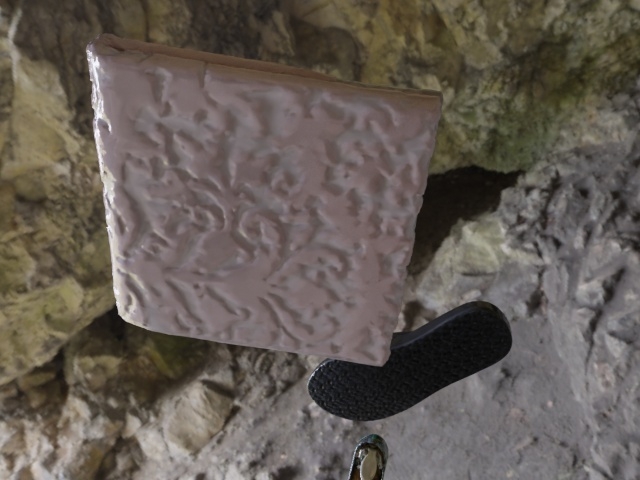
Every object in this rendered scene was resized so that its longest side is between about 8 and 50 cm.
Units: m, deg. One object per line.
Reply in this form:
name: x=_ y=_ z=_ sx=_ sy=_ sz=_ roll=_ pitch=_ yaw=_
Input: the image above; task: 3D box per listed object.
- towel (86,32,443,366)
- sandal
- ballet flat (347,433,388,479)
towel: x=-0.062 y=-0.021 z=0.633 sx=0.316 sy=0.332 sz=0.053 roll=9 pitch=36 yaw=2
sandal: x=0.184 y=0.253 z=1.318 sx=0.445 sy=0.168 sz=0.107 roll=-24 pitch=10 yaw=18
ballet flat: x=0.062 y=0.392 z=0.967 sx=0.070 sy=0.070 sz=0.188 roll=-12 pitch=62 yaw=50
